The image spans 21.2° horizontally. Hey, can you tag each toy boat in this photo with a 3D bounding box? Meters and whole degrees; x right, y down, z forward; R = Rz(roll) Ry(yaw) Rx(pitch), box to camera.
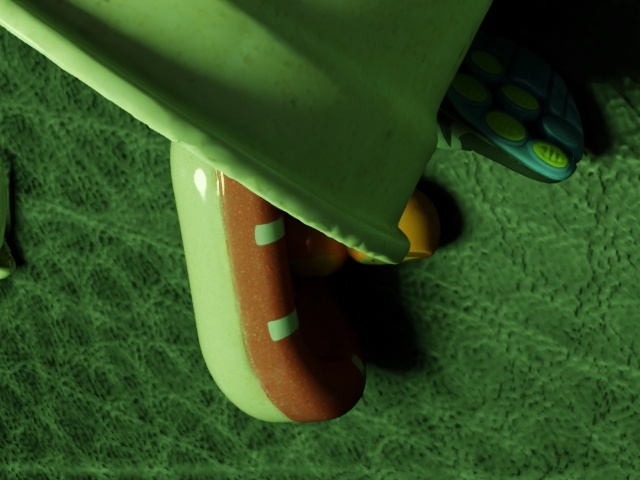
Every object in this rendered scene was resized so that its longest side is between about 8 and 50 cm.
[{"bbox_3d":[0.000,0.000,1.062,0.151,0.151,0.231,-5,111,9],"label":"toy boat"}]

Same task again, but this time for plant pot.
[{"bbox_3d":[-0.012,-0.207,0.807,0.334,0.334,0.305,37,95,19],"label":"plant pot"}]

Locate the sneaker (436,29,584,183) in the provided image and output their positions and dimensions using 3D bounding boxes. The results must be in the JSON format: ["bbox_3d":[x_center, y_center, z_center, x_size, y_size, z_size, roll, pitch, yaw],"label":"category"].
[{"bbox_3d":[0.073,-0.083,1.002,0.188,0.067,0.078,26,147,25],"label":"sneaker"}]

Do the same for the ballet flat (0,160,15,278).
[{"bbox_3d":[-0.283,-0.075,1.283,0.086,0.086,0.248,5,116,37],"label":"ballet flat"}]
